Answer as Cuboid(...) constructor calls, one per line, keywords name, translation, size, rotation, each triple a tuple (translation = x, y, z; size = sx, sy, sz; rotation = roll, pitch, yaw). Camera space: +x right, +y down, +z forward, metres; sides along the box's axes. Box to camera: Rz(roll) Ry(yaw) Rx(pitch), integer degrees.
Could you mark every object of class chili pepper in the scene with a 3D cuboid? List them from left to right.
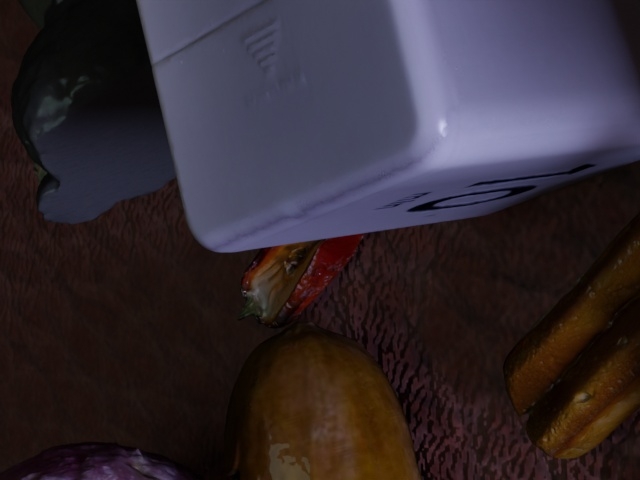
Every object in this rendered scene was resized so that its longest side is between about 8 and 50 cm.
Cuboid(name="chili pepper", translation=(0.000, 0.000, 1.090), size=(0.045, 0.027, 0.178), rotation=(60, 137, 19))

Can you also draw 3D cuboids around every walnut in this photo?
Cuboid(name="walnut", translation=(0.005, 0.148, 1.047), size=(0.116, 0.116, 0.207), rotation=(-24, 77, 51))

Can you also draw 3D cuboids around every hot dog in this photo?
Cuboid(name="hot dog", translation=(0.144, 0.047, 0.904), size=(0.071, 0.045, 0.165), rotation=(59, 136, 24))

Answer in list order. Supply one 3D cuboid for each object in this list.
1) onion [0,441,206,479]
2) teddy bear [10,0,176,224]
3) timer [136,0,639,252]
Cuboid(name="onion", translation=(-0.100, 0.225, 1.167), size=(0.348, 0.159, 0.267), rotation=(-117, 3, -75))
Cuboid(name="teddy bear", translation=(-0.113, -0.151, 1.136), size=(0.171, 0.144, 0.251), rotation=(-18, 62, 17))
Cuboid(name="timer", translation=(0.045, -0.114, 0.879), size=(0.192, 0.195, 0.194), rotation=(-21, 79, 51))
